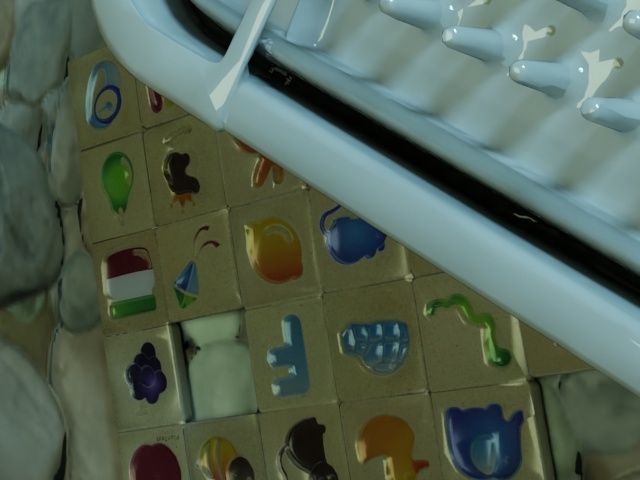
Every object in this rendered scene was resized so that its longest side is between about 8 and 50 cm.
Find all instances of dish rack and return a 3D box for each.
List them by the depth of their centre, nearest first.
[{"bbox_3d":[0.094,-0.122,0.354,0.333,0.072,0.285,34,108,34],"label":"dish rack"}]

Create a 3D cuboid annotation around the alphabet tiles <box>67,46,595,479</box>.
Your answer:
[{"bbox_3d":[0.000,0.000,0.479,0.237,0.009,0.198,-13,83,37],"label":"alphabet tiles"}]
